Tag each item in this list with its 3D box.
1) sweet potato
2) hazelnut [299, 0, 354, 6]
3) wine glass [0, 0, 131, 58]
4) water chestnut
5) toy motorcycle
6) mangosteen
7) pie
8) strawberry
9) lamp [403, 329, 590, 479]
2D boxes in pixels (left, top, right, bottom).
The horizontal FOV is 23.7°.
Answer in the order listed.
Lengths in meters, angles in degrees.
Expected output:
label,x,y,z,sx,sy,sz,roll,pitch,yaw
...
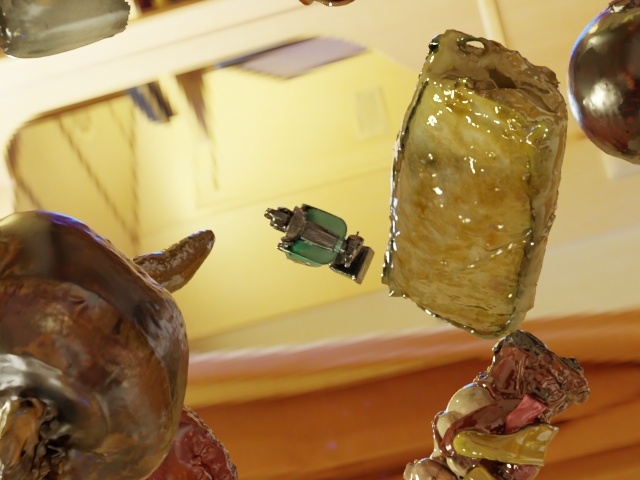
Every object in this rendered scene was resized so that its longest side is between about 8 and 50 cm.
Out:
label,x,y,z,sx,sy,sz,roll,pitch,yaw
sweet potato,-0.225,0.055,1.847,0.274,0.067,0.067,-34,-62,-34
hazelnut,0.004,-0.261,1.451,0.086,0.086,0.086,-14,-90,-80
wine glass,-0.344,-0.282,1.882,0.111,0.204,0.111,41,139,49
water chestnut,-0.205,0.097,1.117,0.238,0.224,0.223,-71,-31,-44
toy motorcycle,0.000,0.000,1.544,0.173,0.100,0.058,48,-116,-78
mangosteen,0.289,-0.121,1.255,0.172,0.173,0.184,-91,-20,-53
pie,0.103,-0.022,1.071,0.068,0.129,0.282,-57,-17,-32
strawberry,-0.242,0.376,2.339,0.274,0.220,0.274,-60,14,26
lamp,0.149,0.204,1.429,0.118,0.253,0.118,35,170,7
